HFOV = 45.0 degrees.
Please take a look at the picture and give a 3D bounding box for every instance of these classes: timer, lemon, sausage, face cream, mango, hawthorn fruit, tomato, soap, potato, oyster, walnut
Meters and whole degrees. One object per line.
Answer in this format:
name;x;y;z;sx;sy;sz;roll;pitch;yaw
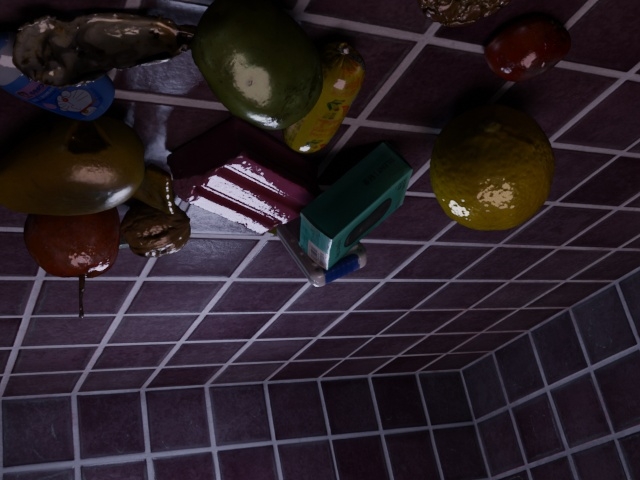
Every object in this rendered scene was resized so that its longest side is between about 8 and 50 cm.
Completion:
timer;0.000;0.000;2.140;0.178;0.253;0.078;-24;141;-17
lemon;0.425;-0.178;1.931;0.336;0.336;0.336;-10;155;-5
sausage;0.003;-0.301;1.677;0.123;0.123;0.347;-2;153;-21
face cream;-0.521;-0.315;1.458;0.149;0.083;0.264;-31;149;27
mango;-0.552;-0.147;1.683;0.365;0.182;0.253;-19;156;12
hawthorn fruit;-0.589;-0.014;1.895;0.231;0.263;0.235;-50;178;-42
tomato;0.462;-0.403;1.699;0.189;0.099;0.173;10;146;-42
soap;-0.178;-0.148;1.920;0.233;0.128;0.359;-26;152;25
potato;-0.112;-0.333;1.451;0.216;0.216;0.304;-18;152;13
oyster;-0.379;-0.349;1.403;0.345;0.129;0.078;-12;176;-20
walnut;-0.429;-0.033;2.037;0.184;0.155;0.155;-11;156;10

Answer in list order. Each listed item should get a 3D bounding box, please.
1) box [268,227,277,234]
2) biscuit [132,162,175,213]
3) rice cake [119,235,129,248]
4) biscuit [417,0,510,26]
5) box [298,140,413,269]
box;-0.140;-0.068;2.229;0.121;0.030;0.193;-29;151;32
biscuit;-0.424;-0.142;1.826;0.183;0.039;0.174;26;154;11
rice cake;-0.584;0.005;2.165;0.211;0.043;0.034;-10;160;-4
biscuit;0.292;-0.493;1.497;0.226;0.042;0.226;-10;157;-4
box;0.090;-0.088;2.012;0.311;0.118;0.205;-41;165;-20
